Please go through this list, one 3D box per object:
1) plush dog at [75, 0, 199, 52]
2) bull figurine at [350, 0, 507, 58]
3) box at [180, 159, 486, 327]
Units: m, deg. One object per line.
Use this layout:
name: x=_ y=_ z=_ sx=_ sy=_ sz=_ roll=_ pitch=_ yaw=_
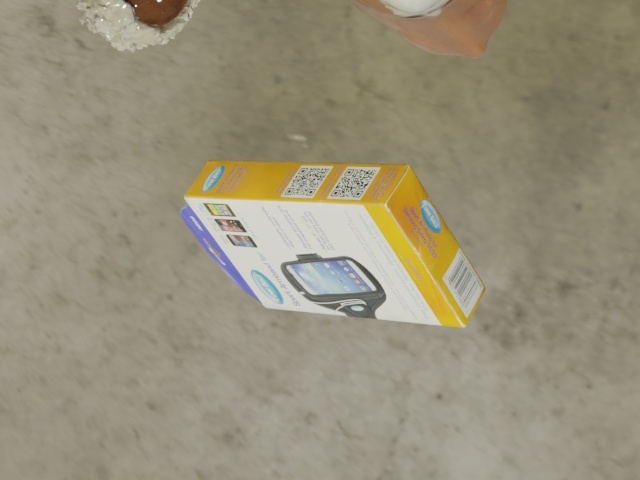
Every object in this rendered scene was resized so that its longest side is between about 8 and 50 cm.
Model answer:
plush dog: x=-0.205 y=-0.283 z=1.366 sx=0.225 sy=0.210 sz=0.262 roll=11 pitch=89 yaw=-20
bull figurine: x=0.044 y=-0.199 z=1.066 sx=0.101 sy=0.310 sz=0.188 roll=-24 pitch=78 yaw=6
box: x=0.000 y=0.000 z=0.813 sx=0.028 sy=0.136 sz=0.081 roll=-56 pitch=131 yaw=-28
